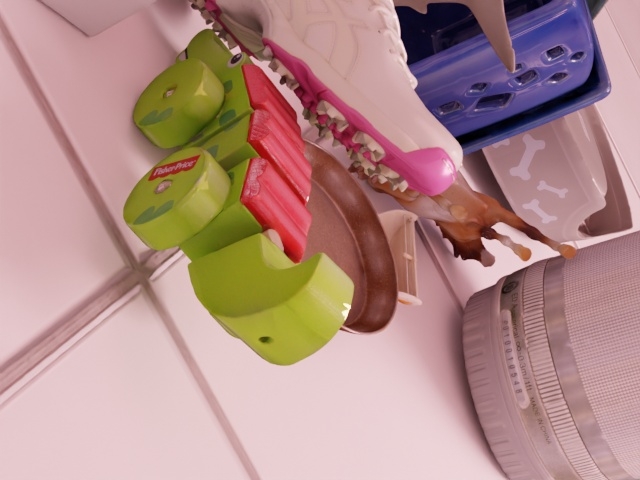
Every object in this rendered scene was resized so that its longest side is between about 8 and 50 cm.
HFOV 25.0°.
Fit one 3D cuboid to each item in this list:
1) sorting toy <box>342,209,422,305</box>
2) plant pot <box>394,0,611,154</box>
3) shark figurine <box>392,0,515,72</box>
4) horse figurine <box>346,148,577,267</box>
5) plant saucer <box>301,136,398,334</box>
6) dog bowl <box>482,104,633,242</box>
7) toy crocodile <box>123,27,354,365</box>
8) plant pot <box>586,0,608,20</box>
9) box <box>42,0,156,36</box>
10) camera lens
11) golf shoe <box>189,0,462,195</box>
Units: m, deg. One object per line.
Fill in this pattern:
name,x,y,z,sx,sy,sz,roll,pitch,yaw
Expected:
sorting toy,0.045,0.011,1.210,0.075,0.045,0.083,24,54,-41
plant pot,0.148,-0.220,1.424,0.212,0.236,0.236,43,31,-55
shark figurine,0.027,-0.209,1.274,0.166,0.278,0.116,-136,-122,-77
horse figurine,0.108,-0.040,1.299,0.263,0.066,0.174,31,-2,-36
plant saucer,0.000,0.000,1.120,0.168,0.029,0.168,37,37,-36
dog bowl,0.251,-0.152,1.685,0.349,0.102,0.349,55,22,-35
toy crocodile,-0.051,-0.043,0.945,0.115,0.105,0.340,51,16,-29
plant pot,0.275,-0.491,1.745,0.334,0.341,0.341,33,27,1
box,-0.163,-0.246,0.950,0.130,0.091,0.170,34,39,-50
camera lens,0.294,0.104,1.325,0.219,0.274,0.219,48,33,-45
golf shoe,0.012,-0.161,1.043,0.306,0.140,0.115,46,-5,25
